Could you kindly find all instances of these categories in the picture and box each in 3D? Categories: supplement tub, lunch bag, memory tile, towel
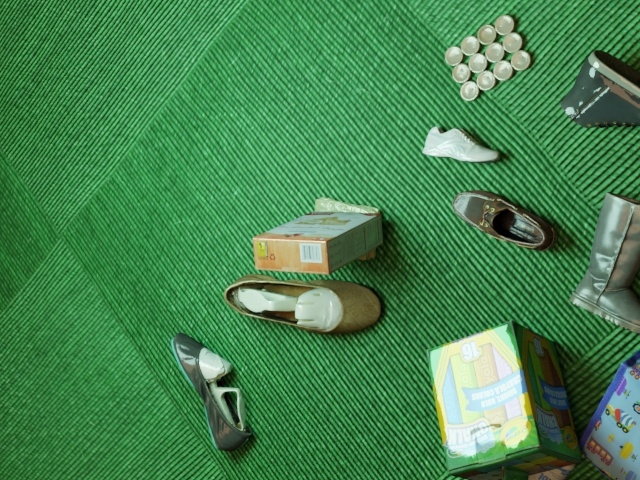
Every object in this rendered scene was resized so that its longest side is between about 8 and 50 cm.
[{"bbox_3d":[0.400,0.417,1.706,0.071,0.071,0.107,39,110,22],"label":"supplement tub"},{"bbox_3d":[0.555,0.341,1.563,0.221,0.138,0.293,40,133,26],"label":"lunch bag"},{"bbox_3d":[0.307,-0.336,1.753,0.148,0.012,0.113,-29,78,28],"label":"memory tile"},{"bbox_3d":[0.050,-0.024,1.909,0.148,0.027,0.110,13,100,28],"label":"towel"}]

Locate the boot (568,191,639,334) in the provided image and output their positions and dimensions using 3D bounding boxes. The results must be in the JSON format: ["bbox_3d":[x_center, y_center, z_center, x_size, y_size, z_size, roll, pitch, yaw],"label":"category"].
[{"bbox_3d":[0.535,0.042,1.617,0.190,0.076,0.208,27,99,24],"label":"boot"}]

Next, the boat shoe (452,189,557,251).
[{"bbox_3d":[0.327,-0.040,1.724,0.207,0.073,0.073,22,104,28],"label":"boat shoe"}]

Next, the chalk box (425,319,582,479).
[{"bbox_3d":[0.320,0.313,1.634,0.179,0.180,0.289,-24,60,29],"label":"chalk box"}]

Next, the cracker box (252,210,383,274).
[{"bbox_3d":[0.000,0.000,1.787,0.156,0.232,0.067,2,104,28],"label":"cracker box"}]

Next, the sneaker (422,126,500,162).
[{"bbox_3d":[0.262,-0.177,1.765,0.152,0.054,0.061,14,97,29],"label":"sneaker"}]

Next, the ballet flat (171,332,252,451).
[{"bbox_3d":[-0.222,0.315,2.053,0.096,0.095,0.280,-24,91,19],"label":"ballet flat"}]

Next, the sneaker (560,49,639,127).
[{"bbox_3d":[0.523,-0.214,1.611,0.222,0.083,0.118,41,130,15],"label":"sneaker"}]

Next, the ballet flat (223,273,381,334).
[{"bbox_3d":[-0.052,0.127,1.918,0.342,0.124,0.116,9,98,29],"label":"ballet flat"}]
